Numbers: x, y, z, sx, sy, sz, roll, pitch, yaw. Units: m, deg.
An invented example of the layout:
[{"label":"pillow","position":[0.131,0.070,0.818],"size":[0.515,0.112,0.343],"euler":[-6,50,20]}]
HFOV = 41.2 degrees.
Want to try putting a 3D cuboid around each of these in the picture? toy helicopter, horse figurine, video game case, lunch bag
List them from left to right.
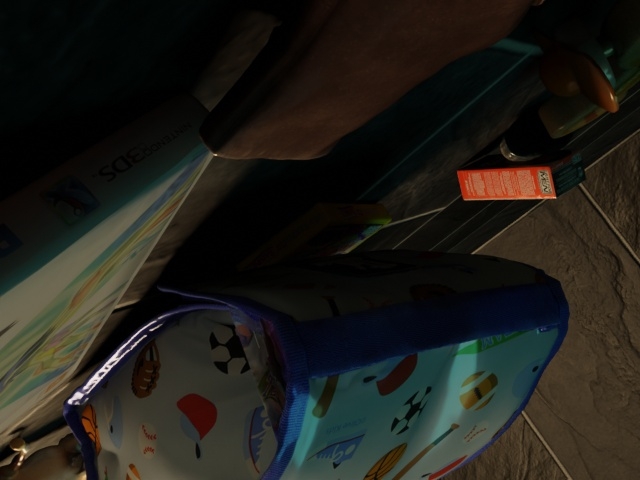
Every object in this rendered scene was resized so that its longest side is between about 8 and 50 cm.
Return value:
[{"label":"video game case","position":[-0.208,0.091,0.433],"size":[0.300,0.036,0.329],"euler":[-43,177,-41]},{"label":"horse figurine","position":[-0.300,0.247,0.952],"size":[0.263,0.066,0.174],"euler":[-24,160,-36]},{"label":"lunch bag","position":[-0.007,0.138,0.769],"size":[0.327,0.239,0.385],"euler":[-6,156,-39]},{"label":"toy helicopter","position":[0.256,-0.155,0.689],"size":[0.234,0.140,0.355],"euler":[-30,171,-13]}]

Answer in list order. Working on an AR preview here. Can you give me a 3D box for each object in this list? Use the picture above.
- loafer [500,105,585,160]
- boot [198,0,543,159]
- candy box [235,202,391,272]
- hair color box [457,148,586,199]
[{"label":"loafer","position":[0.276,-0.133,1.048],"size":[0.170,0.062,0.061],"euler":[-27,172,-32]},{"label":"boot","position":[0.026,-0.097,0.333],"size":[0.207,0.090,0.248],"euler":[-41,172,21]},{"label":"candy box","position":[0.000,0.000,0.875],"size":[0.105,0.027,0.206],"euler":[-34,170,19]},{"label":"hair color box","position":[0.249,-0.081,1.061],"size":[0.072,0.043,0.141],"euler":[-27,-161,-37]}]
